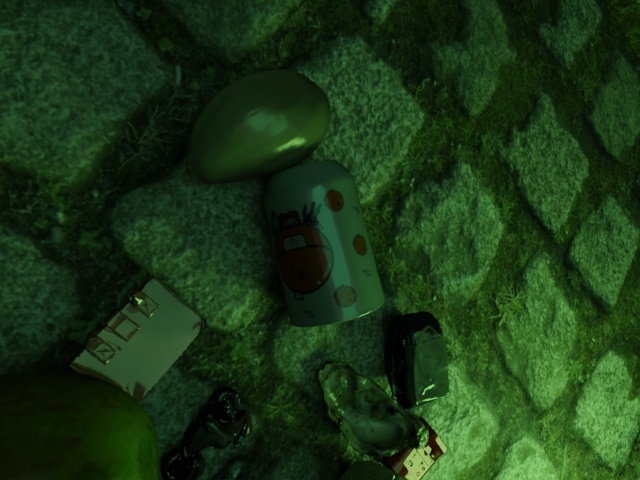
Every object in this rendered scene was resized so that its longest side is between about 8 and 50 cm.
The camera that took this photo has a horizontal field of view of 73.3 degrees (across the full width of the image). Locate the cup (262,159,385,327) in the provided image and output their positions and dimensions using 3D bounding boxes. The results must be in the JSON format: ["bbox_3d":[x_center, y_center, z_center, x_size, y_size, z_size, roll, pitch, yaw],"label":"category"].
[{"bbox_3d":[0.000,0.000,0.927,0.212,0.212,0.318,-15,93,-25],"label":"cup"}]

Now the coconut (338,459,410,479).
[{"bbox_3d":[0.140,0.663,0.931,0.254,0.297,0.297,43,71,-6],"label":"coconut"}]

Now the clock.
[{"bbox_3d":[0.249,0.557,1.110,0.155,0.061,0.113,-39,105,-19],"label":"clock"}]

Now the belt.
[{"bbox_3d":[0.226,0.295,1.061,0.126,0.139,0.231,-5,96,-27],"label":"belt"}]

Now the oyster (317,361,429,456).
[{"bbox_3d":[0.112,0.398,1.027,0.166,0.094,0.294,-38,89,0],"label":"oyster"}]

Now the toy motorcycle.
[{"bbox_3d":[-0.221,0.408,0.876,0.118,0.084,0.213,41,80,-20],"label":"toy motorcycle"}]

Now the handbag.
[{"bbox_3d":[-0.349,0.191,0.833,0.157,0.059,0.213,46,69,-19],"label":"handbag"}]

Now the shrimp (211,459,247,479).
[{"bbox_3d":[-0.212,0.529,0.890,0.165,0.056,0.065,-47,140,-22],"label":"shrimp"}]

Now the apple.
[{"bbox_3d":[-0.419,0.362,0.646,0.339,0.339,0.340,1,88,-26],"label":"apple"}]

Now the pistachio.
[{"bbox_3d":[-0.129,-0.226,0.886,0.331,0.208,0.226,-29,144,-17],"label":"pistachio"}]
